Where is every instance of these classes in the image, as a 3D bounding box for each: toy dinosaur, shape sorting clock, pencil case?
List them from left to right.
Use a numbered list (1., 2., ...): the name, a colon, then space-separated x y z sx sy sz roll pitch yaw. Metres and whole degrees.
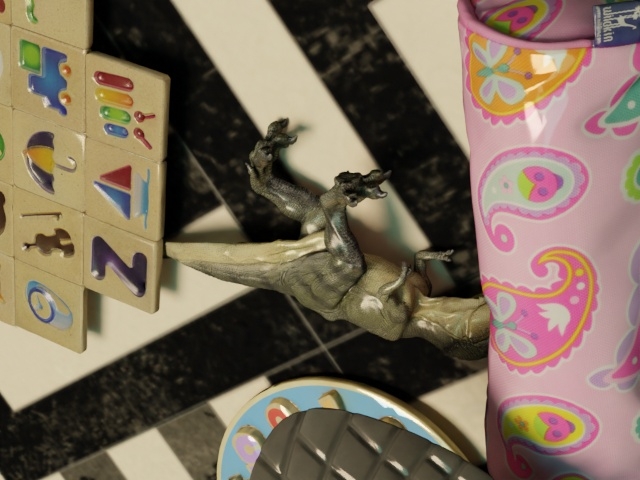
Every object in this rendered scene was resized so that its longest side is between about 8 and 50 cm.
1. toy dinosaur: 0.000 0.000 0.915 0.268 0.064 0.118 15 129 25
2. shape sorting clock: 0.020 0.183 1.016 0.206 0.040 0.206 13 122 22
3. pencil case: 0.136 -0.001 0.800 0.124 0.124 0.284 8 118 25

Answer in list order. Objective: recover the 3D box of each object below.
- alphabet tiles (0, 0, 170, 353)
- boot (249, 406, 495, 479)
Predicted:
1. alphabet tiles: -0.245 -0.080 1.021 0.342 0.011 0.285 20 125 22
2. boot: 0.114 0.209 0.861 0.338 0.223 0.118 32 86 6
